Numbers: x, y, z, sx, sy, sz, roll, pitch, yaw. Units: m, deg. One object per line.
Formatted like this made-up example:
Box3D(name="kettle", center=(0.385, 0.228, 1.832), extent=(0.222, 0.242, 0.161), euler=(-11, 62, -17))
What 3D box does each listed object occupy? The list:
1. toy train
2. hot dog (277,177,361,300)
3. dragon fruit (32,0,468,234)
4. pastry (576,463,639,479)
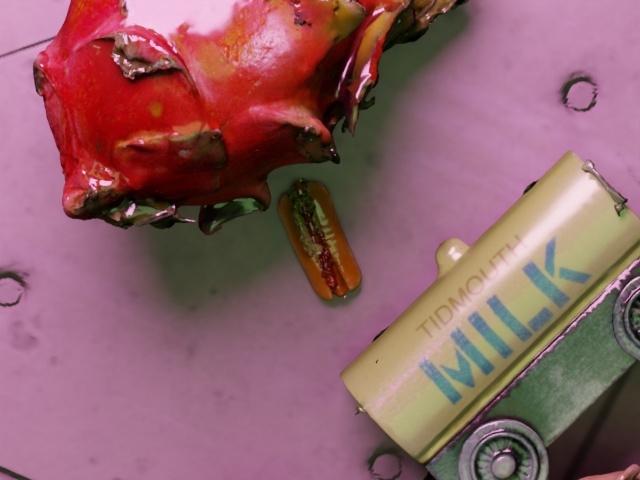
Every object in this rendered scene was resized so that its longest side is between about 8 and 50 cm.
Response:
Box3D(name="toy train", center=(0.131, 0.058, 1.214), extent=(0.253, 0.105, 0.157), euler=(-44, 87, 7))
Box3D(name="hot dog", center=(0.000, 0.000, 1.227), extent=(0.037, 0.021, 0.083), euler=(-26, 104, 2))
Box3D(name="dragon fruit", center=(-0.036, -0.103, 1.131), extent=(0.269, 0.198, 0.200), euler=(0, 92, -17))
Box3D(name="pastry", center=(0.186, 0.257, 1.223), extent=(0.236, 0.170, 0.256), euler=(19, 100, -39))
